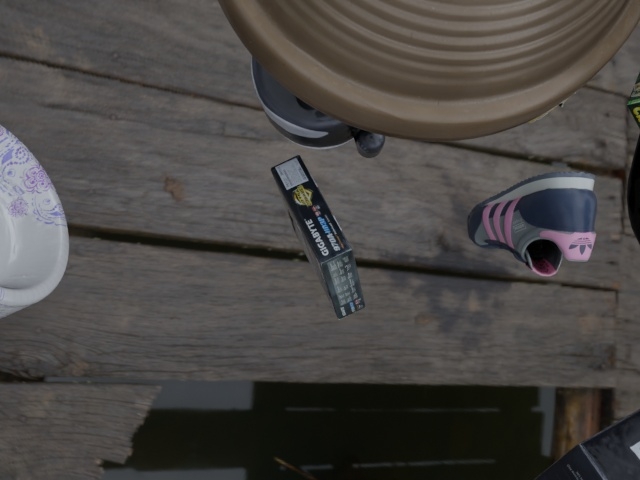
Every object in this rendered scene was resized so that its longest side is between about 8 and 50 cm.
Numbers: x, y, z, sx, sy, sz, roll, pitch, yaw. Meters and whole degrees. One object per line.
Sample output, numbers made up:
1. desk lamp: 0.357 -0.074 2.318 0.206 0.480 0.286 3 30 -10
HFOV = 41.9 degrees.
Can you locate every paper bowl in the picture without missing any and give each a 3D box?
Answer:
1. paper bowl: -0.493 -0.023 1.139 0.284 0.148 0.284 54 22 -34

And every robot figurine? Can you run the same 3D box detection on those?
1. robot figurine: 0.000 -0.218 1.116 0.174 0.278 0.209 2 87 2

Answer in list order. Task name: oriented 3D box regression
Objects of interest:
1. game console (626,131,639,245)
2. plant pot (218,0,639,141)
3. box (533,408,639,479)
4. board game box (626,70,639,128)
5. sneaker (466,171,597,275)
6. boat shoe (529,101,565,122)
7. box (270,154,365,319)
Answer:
1. game console: 0.299 -0.084 0.393 0.060 0.342 0.386 -9 122 -19
2. plant pot: 0.061 -0.173 0.389 0.238 0.110 0.237 1 82 -5
3. box: 0.264 0.229 0.753 0.156 0.158 0.093 -14 58 -35
4. board game box: 0.512 -0.227 1.209 0.136 0.030 0.259 52 52 -28
5. sneaker: 0.304 -0.005 1.252 0.112 0.319 0.131 1 78 -10
6. boat shoe: 0.492 -0.310 1.731 0.190 0.068 0.072 -31 136 -8
7. box: 0.000 0.000 1.246 0.051 0.220 0.175 -26 64 -4
